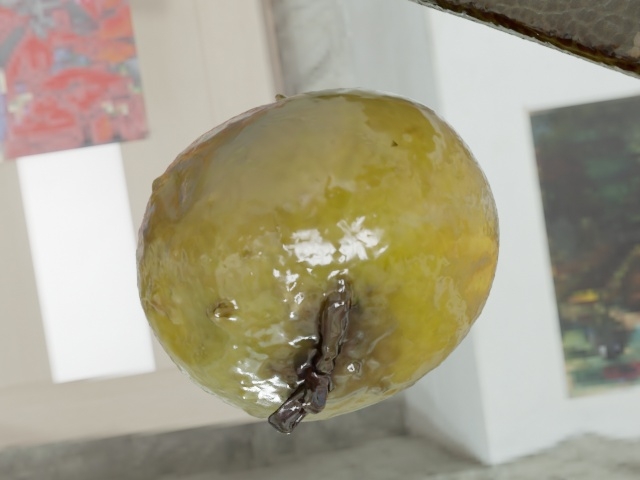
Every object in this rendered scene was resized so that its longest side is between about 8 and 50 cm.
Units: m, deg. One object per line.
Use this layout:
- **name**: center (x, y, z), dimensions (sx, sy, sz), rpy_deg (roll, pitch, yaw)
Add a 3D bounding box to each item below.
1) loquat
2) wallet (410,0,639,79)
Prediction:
- **loquat**: center (0.000, 0.000, 0.731), dimensions (0.172, 0.149, 0.204), rpy_deg (-27, -159, 18)
- **wallet**: center (0.099, -0.153, 0.705), dimensions (0.243, 0.133, 0.039), rpy_deg (26, 172, 43)
